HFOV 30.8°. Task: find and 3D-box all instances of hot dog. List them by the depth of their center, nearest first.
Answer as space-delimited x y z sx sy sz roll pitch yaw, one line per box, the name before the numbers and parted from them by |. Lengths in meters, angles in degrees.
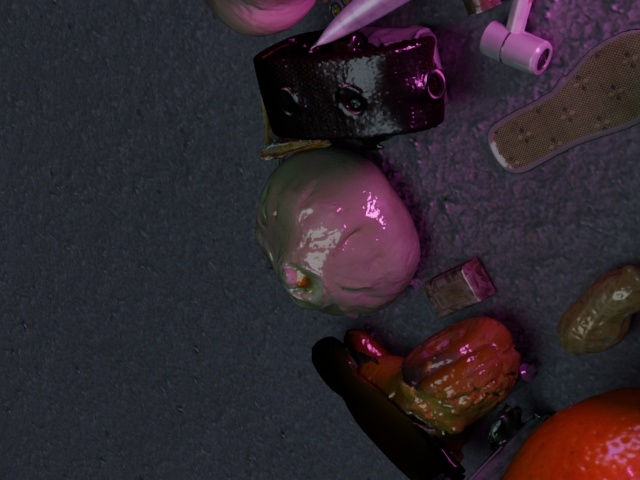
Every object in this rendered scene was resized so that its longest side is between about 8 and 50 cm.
hot dog | 0.134 0.242 1.810 0.326 0.107 0.194 51 151 19

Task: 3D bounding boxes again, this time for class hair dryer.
hair dryer | 0.253 -0.279 1.436 0.082 0.047 0.137 29 124 30

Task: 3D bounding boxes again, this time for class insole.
insole | 0.324 -0.168 1.455 0.322 0.007 0.109 -30 90 49

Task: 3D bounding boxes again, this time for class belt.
belt | 0.049 -0.202 1.576 0.289 0.184 0.164 8 117 44

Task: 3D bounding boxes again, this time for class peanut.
peanut | 0.373 0.092 1.507 0.080 0.080 0.174 48 136 13

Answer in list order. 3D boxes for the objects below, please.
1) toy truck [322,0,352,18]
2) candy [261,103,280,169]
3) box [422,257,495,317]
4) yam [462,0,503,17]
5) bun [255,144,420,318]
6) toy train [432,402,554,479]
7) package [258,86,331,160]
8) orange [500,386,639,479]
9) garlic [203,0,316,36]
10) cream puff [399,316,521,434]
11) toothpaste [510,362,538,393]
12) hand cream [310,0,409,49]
toy truck | 0.056 -0.371 1.554 0.100 0.077 0.169 64 146 14
candy | -0.067 -0.157 1.831 0.060 0.060 0.201 33 140 28
box | 0.200 0.070 1.691 0.098 0.045 0.062 -26 93 48
yam | 0.189 -0.347 1.449 0.054 0.054 0.132 -1 113 46
bun | 0.000 0.000 1.750 0.283 0.179 0.283 25 127 37
toy train | 0.243 0.373 1.642 0.120 0.301 0.202 31 141 29
package | -0.039 -0.181 1.723 0.108 0.031 0.120 -7 68 11
orange | 0.400 0.386 1.421 0.424 0.326 0.423 0 94 4
garlic | -0.082 -0.435 1.535 0.241 0.321 0.322 26 144 -20
cream puff | 0.201 0.196 1.658 0.189 0.189 0.129 -29 97 50
toothpaste | 0.268 0.218 1.725 0.170 0.028 0.045 -44 61 51
hand cream | 0.073 -0.309 1.495 0.205 0.078 0.050 -29 107 32
